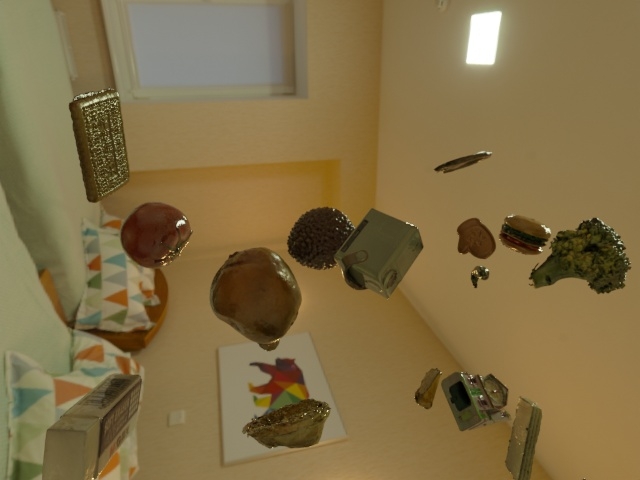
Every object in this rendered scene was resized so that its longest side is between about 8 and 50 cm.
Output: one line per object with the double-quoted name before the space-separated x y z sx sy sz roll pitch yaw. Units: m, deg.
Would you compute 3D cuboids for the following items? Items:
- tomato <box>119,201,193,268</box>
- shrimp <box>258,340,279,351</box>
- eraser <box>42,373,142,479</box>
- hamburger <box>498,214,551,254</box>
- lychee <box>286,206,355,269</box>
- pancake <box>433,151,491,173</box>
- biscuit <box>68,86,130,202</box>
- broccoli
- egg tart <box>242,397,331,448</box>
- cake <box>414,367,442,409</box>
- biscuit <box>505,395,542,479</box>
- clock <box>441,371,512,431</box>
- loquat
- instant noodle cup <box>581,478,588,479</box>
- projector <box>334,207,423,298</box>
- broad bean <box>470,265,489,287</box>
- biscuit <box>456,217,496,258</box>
"tomato" -0.650 -0.026 1.637 0.265 0.265 0.264 174 -90 -77
"shrimp" -0.285 0.421 2.083 0.061 0.145 0.267 -44 -109 42
"eraser" -0.458 0.382 0.863 0.279 0.081 0.124 -154 -109 -85
"hamburger" 0.678 -0.019 1.395 0.162 0.162 0.115 -122 -134 -62
"lychee" 0.000 0.000 1.642 0.267 0.268 0.267 174 -90 -77
"pancake" 0.660 -0.361 1.963 0.288 0.286 0.033 157 -84 -78
"biscuit" -0.533 -0.236 1.032 0.172 0.029 0.254 -71 168 -59
"broccoli" 0.762 0.083 1.194 0.242 0.273 0.180 39 11 -38
"egg tart" -0.079 0.486 1.081 0.232 0.252 0.098 6 68 -60
"cake" 0.468 0.654 1.876 0.080 0.116 0.184 12 -99 58
"biscuit" 0.547 0.532 1.123 0.121 0.041 0.199 36 68 -76
"clock" 0.757 0.736 1.955 0.166 0.310 0.235 -53 -140 38
"loquat" -0.186 0.160 1.253 0.284 0.276 0.276 42 -10 -8
"instant noodle cup" 0.763 0.722 1.056 0.217 0.207 0.217 5 90 -82
"projector" 0.172 0.047 1.261 0.177 0.242 0.163 28 -19 35
"broad bean" 0.540 0.115 1.421 0.195 0.046 0.061 60 23 -69
"biscuit" 0.492 0.001 1.345 0.140 0.118 0.023 55 13 27
